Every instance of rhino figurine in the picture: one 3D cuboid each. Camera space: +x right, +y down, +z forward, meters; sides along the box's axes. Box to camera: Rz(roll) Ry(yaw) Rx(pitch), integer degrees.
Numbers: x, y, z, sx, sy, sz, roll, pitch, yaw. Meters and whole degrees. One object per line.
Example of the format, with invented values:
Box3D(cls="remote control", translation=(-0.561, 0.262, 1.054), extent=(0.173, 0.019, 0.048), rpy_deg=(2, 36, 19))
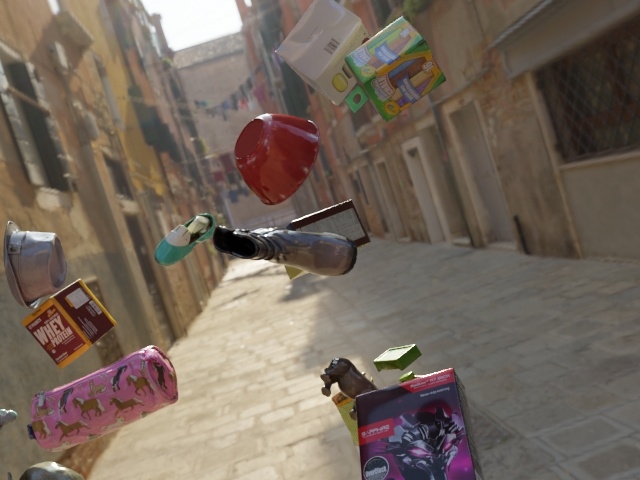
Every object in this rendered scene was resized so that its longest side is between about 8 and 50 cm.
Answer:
Box3D(cls="rhino figurine", translation=(0.103, 0.382, 1.648), extent=(0.073, 0.243, 0.106), rpy_deg=(-46, 5, 40))

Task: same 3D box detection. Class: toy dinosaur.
Box3D(cls="toy dinosaur", translation=(-0.536, 0.518, 1.398), extent=(0.313, 0.160, 0.121), rpy_deg=(24, 46, 32))

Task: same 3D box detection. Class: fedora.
Box3D(cls="fedora", translation=(-0.820, 0.062, 1.959), extent=(0.124, 0.244, 0.275), rpy_deg=(-12, 44, -6))

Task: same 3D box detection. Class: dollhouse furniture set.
Box3D(cls="dollhouse furniture set", translation=(0.211, 0.501, 2.158), extent=(0.301, 0.198, 0.151), rpy_deg=(-32, 5, -31))

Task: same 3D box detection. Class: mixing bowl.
Box3D(cls="mixing bowl", translation=(-0.097, -0.167, 1.255), extent=(0.098, 0.182, 0.181), rpy_deg=(28, -27, -34))

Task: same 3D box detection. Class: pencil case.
Box3D(cls="pencil case", translation=(-0.554, 0.406, 1.726), extent=(0.386, 0.160, 0.167), rpy_deg=(-23, -27, 9))

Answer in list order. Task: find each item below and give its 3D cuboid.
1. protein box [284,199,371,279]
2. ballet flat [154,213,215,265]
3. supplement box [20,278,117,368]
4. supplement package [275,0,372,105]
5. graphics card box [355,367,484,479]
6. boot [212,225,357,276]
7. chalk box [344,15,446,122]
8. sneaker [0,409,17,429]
Box3D(cls="protein box", translation=(0.000, 0.000, 1.936), extent=(0.201, 0.136, 0.200), rpy_deg=(-21, -6, -23))
Box3D(cls="ballet flat", translation=(-0.376, -0.016, 1.874), extent=(0.247, 0.083, 0.087), rpy_deg=(-43, -22, -56))
Box3D(cls="supplement box", translation=(-0.774, 0.255, 2.083), extent=(0.129, 0.191, 0.194), rpy_deg=(-36, 7, 15))
Box3D(cls="supplement package", translation=(0.025, -0.500, 1.779), extent=(0.194, 0.149, 0.203), rpy_deg=(-51, -19, 6))
Box3D(cls="graphics card box", translation=(0.198, 0.450, 1.331), extent=(0.232, 0.094, 0.371), rpy_deg=(-19, 41, 16))
Box3D(cls="boot", translation=(-0.096, 0.028, 1.696), extent=(0.338, 0.118, 0.222), rpy_deg=(4, 1, 36))
Box3D(cls="chalk box", translation=(0.146, -0.372, 1.514), extent=(0.213, 0.132, 0.132), rpy_deg=(-34, 45, 8))
Box3D(cls="sneaker", translation=(-0.473, 0.283, 0.943), extent=(0.098, 0.069, 0.038), rpy_deg=(-15, -31, -26))
